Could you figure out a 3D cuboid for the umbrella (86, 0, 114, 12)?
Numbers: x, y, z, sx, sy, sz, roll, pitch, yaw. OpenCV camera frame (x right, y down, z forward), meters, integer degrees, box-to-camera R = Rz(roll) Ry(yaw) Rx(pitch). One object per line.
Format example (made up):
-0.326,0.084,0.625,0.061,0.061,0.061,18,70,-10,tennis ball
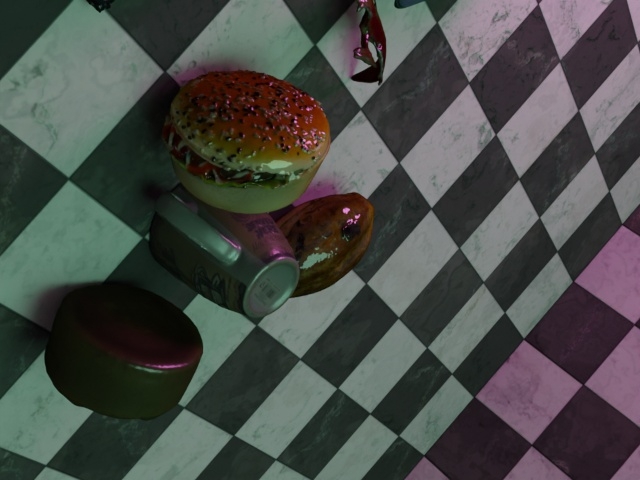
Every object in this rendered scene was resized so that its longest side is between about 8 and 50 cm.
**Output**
-0.292,-0.430,1.726,0.188,0.046,0.050,-48,150,-14,umbrella

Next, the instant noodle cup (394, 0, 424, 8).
0.196,-0.557,2.149,0.157,0.070,0.179,-25,138,-35,instant noodle cup

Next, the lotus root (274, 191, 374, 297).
-0.003,-0.008,2.342,0.291,0.193,0.193,-32,142,-27,lotus root

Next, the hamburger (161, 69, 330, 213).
-0.127,-0.184,1.931,0.300,0.300,0.176,-24,145,-34,hamburger

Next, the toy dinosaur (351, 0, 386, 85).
0.063,-0.410,2.104,0.327,0.112,0.207,18,70,-75,toy dinosaur

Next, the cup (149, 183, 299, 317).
-0.183,0.005,2.077,0.227,0.257,0.301,-53,145,-1,cup

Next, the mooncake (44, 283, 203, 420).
-0.366,0.209,2.034,0.284,0.284,0.156,-3,124,-48,mooncake
